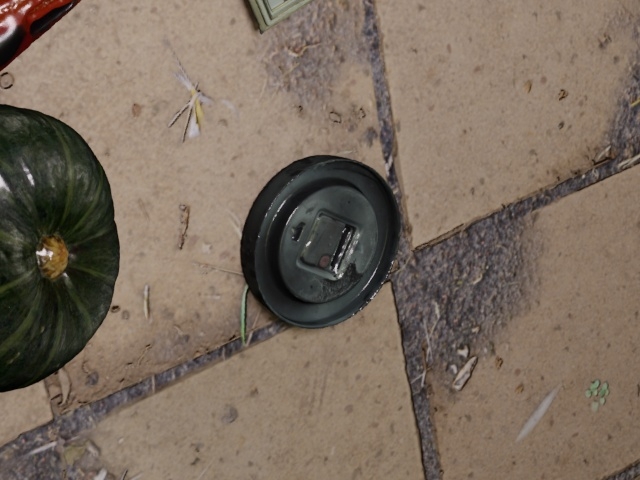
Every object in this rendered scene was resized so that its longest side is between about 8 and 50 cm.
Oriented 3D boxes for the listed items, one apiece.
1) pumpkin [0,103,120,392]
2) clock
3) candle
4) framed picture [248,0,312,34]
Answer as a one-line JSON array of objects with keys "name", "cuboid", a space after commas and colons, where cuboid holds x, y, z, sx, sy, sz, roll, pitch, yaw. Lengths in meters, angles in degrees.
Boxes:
[{"name": "pumpkin", "cuboid": [-0.338, 0.008, 1.748, 0.300, 0.207, 0.300, -28, 124, -54]}, {"name": "clock", "cuboid": [0.000, 0.000, 2.111, 0.215, 0.042, 0.215, -13, 114, -32]}, {"name": "candle", "cuboid": [-0.269, -0.264, 1.808, 0.302, 0.059, 0.084, -37, 136, -18]}, {"name": "framed picture", "cuboid": [-0.024, -0.407, 1.925, 0.231, 0.018, 0.293, -36, 124, -18]}]
